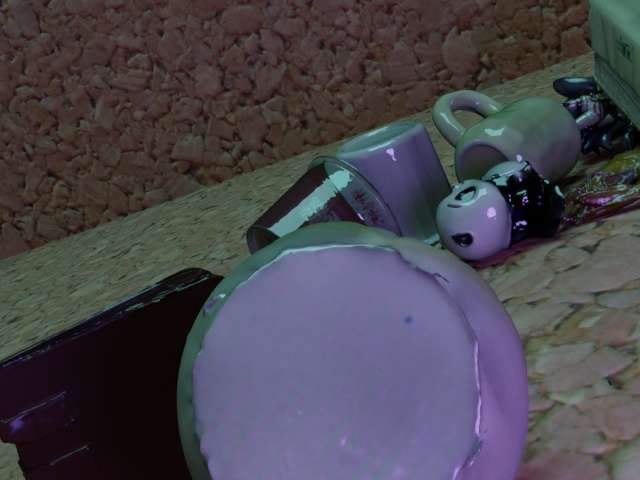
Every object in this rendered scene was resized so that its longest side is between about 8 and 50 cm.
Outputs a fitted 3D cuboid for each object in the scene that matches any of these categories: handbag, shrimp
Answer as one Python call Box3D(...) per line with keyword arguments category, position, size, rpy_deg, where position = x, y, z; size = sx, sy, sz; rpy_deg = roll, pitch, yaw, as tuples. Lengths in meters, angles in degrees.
Box3D(category="handbag", position=(-0.179, 0.186, 0.914), size=(0.275, 0.260, 0.084), rpy_deg=(-27, 17, -17))
Box3D(category="shrimp", position=(0.479, -0.086, 1.399), size=(0.267, 0.061, 0.145), rpy_deg=(-22, 23, -14))

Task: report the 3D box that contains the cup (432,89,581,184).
Box3D(category="cup", position=(0.336, -0.192, 1.602), size=(0.202, 0.255, 0.173), rpy_deg=(-31, -3, -39))

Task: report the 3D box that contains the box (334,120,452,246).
Box3D(category="box", position=(0.131, -0.106, 1.675), size=(0.262, 0.206, 0.291), rpy_deg=(-29, 18, -32))

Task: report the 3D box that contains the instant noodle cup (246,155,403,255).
Box3D(category="instant noodle cup", position=(0.000, 0.000, 1.473), size=(0.178, 0.234, 0.235), rpy_deg=(-39, 20, -25))

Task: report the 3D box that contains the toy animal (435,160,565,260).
Box3D(category="toy animal", position=(0.272, -0.047, 1.383), size=(0.179, 0.138, 0.166), rpy_deg=(-18, -3, -7))

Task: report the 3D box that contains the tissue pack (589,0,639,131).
Box3D(category="tissue pack", position=(0.638, -0.295, 1.422), size=(0.297, 0.207, 0.380), rpy_deg=(-11, 31, 1))

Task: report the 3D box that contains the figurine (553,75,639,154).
Box3D(category="figurine", position=(0.576, -0.262, 1.699), size=(0.265, 0.175, 0.197), rpy_deg=(-9, 12, 15))

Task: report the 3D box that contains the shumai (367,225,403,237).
Box3D(category="shumai", position=(0.087, 0.081, 1.243), size=(0.201, 0.201, 0.120), rpy_deg=(-39, -18, -52))

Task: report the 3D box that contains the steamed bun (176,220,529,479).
Box3D(category="steamed bun", position=(0.033, 0.142, 0.766), size=(0.309, 0.309, 0.309), rpy_deg=(-20, 14, 5))
